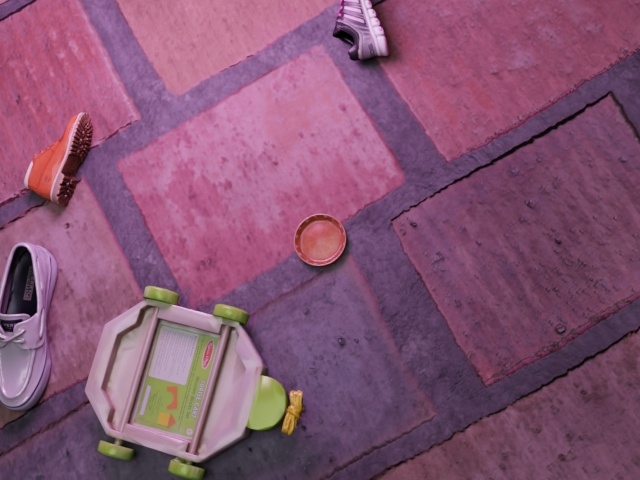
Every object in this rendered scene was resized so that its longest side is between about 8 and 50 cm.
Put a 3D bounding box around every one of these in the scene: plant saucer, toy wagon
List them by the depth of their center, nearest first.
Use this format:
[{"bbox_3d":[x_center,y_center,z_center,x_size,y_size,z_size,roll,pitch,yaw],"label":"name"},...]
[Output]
[{"bbox_3d":[-0.186,0.227,1.772,0.344,0.068,0.267,13,81,13],"label":"toy wagon"},{"bbox_3d":[0.000,0.000,1.810,0.083,0.013,0.083,-3,77,11],"label":"plant saucer"}]

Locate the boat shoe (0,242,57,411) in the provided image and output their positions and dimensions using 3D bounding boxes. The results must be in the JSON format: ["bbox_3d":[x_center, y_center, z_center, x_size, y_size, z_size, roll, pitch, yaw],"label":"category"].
[{"bbox_3d":[-0.476,0.134,1.840,0.096,0.088,0.268,7,79,13],"label":"boat shoe"}]

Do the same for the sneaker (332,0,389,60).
[{"bbox_3d":[0.046,-0.360,1.854,0.074,0.063,0.170,-24,79,-1],"label":"sneaker"}]

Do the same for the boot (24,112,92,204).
[{"bbox_3d":[-0.435,-0.144,1.912,0.084,0.059,0.158,19,83,20],"label":"boot"}]
